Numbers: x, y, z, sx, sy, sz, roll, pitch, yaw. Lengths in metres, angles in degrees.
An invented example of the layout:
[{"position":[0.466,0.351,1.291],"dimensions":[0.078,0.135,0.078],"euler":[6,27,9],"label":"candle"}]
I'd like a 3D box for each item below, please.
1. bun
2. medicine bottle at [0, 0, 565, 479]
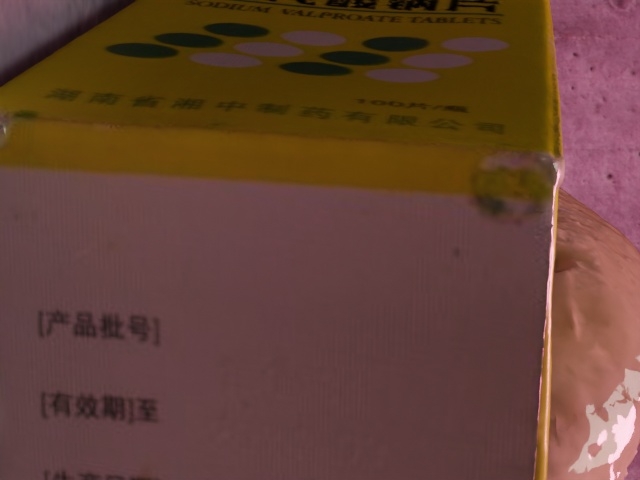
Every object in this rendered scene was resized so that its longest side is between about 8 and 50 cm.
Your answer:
[{"position":[0.037,0.073,0.686],"dimensions":[0.259,0.160,0.259],"euler":[-156,-90,-86],"label":"bun"},{"position":[0.000,0.000,0.453],"dimensions":[0.250,0.137,0.141],"euler":[-69,159,-69],"label":"medicine bottle"}]
